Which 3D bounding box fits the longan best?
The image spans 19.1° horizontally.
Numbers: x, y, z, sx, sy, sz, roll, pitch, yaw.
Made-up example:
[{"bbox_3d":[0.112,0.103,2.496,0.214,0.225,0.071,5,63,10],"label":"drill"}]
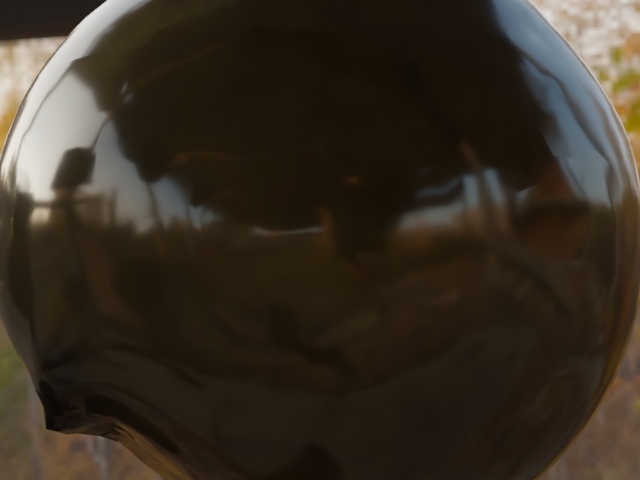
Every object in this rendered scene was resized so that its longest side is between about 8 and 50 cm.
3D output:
[{"bbox_3d":[0.000,0.000,0.894,0.319,0.319,0.319,-5,-2,0],"label":"longan"}]
